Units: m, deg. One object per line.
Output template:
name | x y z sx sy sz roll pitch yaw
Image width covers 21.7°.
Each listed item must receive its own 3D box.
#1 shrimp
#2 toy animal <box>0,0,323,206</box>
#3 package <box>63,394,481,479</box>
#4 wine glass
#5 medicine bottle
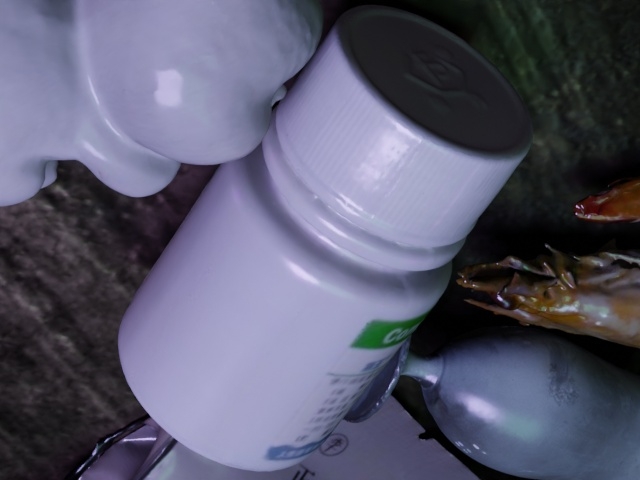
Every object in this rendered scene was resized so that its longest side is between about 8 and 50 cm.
shrimp | 0.190 0.010 0.974 0.236 0.053 0.133 4 133 -17
toy animal | -0.106 -0.107 0.771 0.193 0.127 0.178 -22 130 14
package | -0.048 0.175 1.090 0.251 0.062 0.204 -40 127 8
wine glass | 0.114 0.095 1.011 0.202 0.093 0.093 20 126 -22
medicine bottle | 0.000 0.000 0.879 0.139 0.139 0.237 19 125 -24
